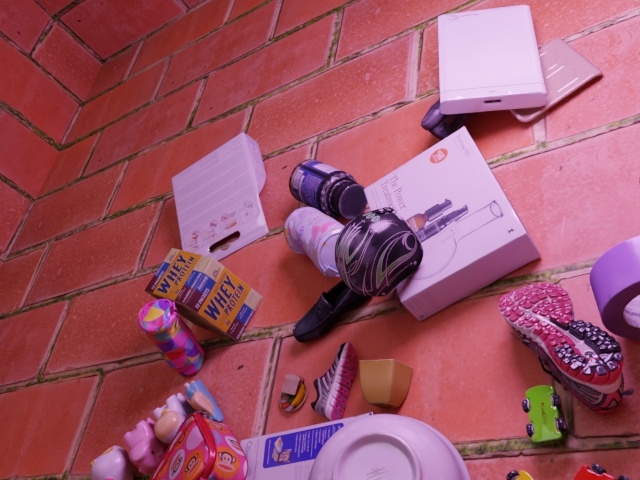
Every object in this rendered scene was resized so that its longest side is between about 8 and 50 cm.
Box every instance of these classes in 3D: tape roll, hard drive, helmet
[{"bbox_3d":[0.529,0.074,1.014,0.189,0.189,0.080,-22,45,26],"label":"tape roll"},{"bbox_3d":[0.405,-0.445,1.569,0.233,0.047,0.352,-3,50,12],"label":"hard drive"},{"bbox_3d":[0.108,0.029,1.316,0.162,0.169,0.169,-38,38,-12],"label":"helmet"}]

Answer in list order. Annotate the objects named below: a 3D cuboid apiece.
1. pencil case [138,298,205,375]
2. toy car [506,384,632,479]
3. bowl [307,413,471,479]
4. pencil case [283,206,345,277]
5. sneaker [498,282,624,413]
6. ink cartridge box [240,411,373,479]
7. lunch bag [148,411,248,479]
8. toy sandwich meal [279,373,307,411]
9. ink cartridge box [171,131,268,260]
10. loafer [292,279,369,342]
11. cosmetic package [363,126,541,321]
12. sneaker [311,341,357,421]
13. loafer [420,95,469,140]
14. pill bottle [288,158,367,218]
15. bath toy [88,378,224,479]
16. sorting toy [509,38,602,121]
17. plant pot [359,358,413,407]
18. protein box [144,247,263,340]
[{"bbox_3d":[-0.368,0.245,1.624,0.105,0.236,0.104,-8,49,9],"label":"pencil case"},{"bbox_3d":[0.372,0.342,1.030,0.239,0.053,0.224,-19,46,28],"label":"toy car"},{"bbox_3d":[0.101,0.408,1.072,0.298,0.134,0.297,-8,51,10],"label":"bowl"},{"bbox_3d":[0.000,0.000,1.556,0.124,0.113,0.273,-46,25,-5],"label":"pencil case"},{"bbox_3d":[0.402,0.174,1.111,0.121,0.112,0.299,-21,28,0],"label":"sneaker"},{"bbox_3d":[-0.024,0.454,1.274,0.333,0.065,0.165,-21,45,29],"label":"ink cartridge box"},{"bbox_3d":[-0.285,0.523,1.371,0.293,0.120,0.258,-59,25,-1],"label":"lunch bag"},{"bbox_3d":[-0.064,0.337,1.434,0.086,0.029,0.085,-24,44,25],"label":"toy sandwich meal"},{"bbox_3d":[-0.300,-0.105,2.010,0.308,0.091,0.384,-28,59,20],"label":"ink cartridge box"},{"bbox_3d":[0.019,0.149,1.484,0.223,0.078,0.076,-38,39,9],"label":"loafer"},{"bbox_3d":[0.270,-0.047,1.422,0.285,0.097,0.377,-30,41,15],"label":"cosmetic package"},{"bbox_3d":[0.024,0.293,1.368,0.075,0.063,0.170,0,62,34],"label":"sneaker"},{"bbox_3d":[0.357,-0.358,1.629,0.302,0.095,0.109,-53,11,-27],"label":"loafer"},{"bbox_3d":[0.022,-0.131,1.688,0.122,0.123,0.219,-51,40,-7],"label":"pill bottle"},{"bbox_3d":[-0.393,0.483,1.534,0.348,0.151,0.129,-40,82,5],"label":"bath toy"},{"bbox_3d":[0.525,-0.376,1.530,0.208,0.038,0.193,-31,41,10],"label":"sorting toy"},{"bbox_3d":[0.127,0.285,1.277,0.082,0.081,0.083,-11,63,35],"label":"plant pot"},{"bbox_3d":[-0.302,0.138,1.679,0.200,0.201,0.135,10,64,45],"label":"protein box"}]
